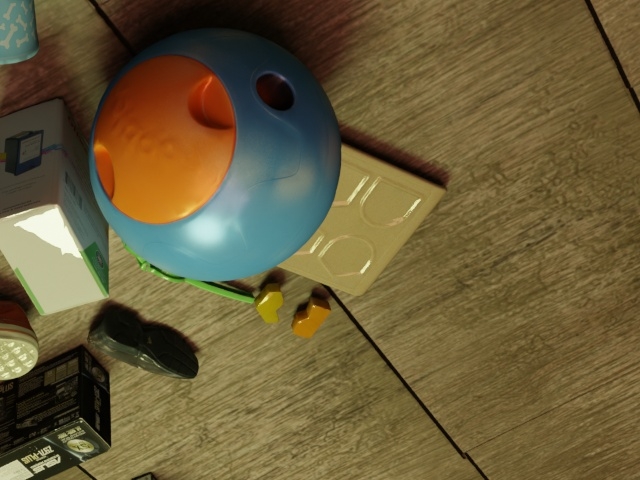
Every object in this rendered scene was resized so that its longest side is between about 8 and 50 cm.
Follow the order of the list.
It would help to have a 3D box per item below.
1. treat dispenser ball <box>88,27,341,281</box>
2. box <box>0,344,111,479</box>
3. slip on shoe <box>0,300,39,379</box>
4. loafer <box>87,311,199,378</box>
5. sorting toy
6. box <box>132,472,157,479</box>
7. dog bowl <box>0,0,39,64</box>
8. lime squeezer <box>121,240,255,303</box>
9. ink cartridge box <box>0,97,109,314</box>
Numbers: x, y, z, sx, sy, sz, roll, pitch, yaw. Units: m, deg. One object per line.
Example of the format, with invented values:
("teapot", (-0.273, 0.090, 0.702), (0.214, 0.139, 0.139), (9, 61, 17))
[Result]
("treat dispenser ball", (-0.119, -0.097, 1.422), (0.288, 0.288, 0.288), (-6, 130, -7))
("box", (-0.391, 0.254, 1.751), (0.180, 0.147, 0.077), (-26, 129, 9))
("slip on shoe", (-0.531, 0.108, 1.612), (0.331, 0.101, 0.123), (10, 127, -30))
("loafer", (-0.250, 0.154, 1.763), (0.170, 0.062, 0.061), (32, 139, -28))
("sorting toy", (0.000, 0.000, 1.694), (0.229, 0.041, 0.307), (19, 123, -30))
("box", (-0.234, 0.490, 1.949), (0.045, 0.190, 0.184), (-22, 131, 5))
("dog bowl", (-0.444, -0.259, 1.314), (0.297, 0.166, 0.074), (6, 117, -16))
("lime squeezer", (-0.198, 0.002, 1.654), (0.110, 0.059, 0.310), (-42, 130, -16))
("ink cartridge box", (-0.318, -0.043, 1.479), (0.093, 0.212, 0.154), (-16, 131, 6))
